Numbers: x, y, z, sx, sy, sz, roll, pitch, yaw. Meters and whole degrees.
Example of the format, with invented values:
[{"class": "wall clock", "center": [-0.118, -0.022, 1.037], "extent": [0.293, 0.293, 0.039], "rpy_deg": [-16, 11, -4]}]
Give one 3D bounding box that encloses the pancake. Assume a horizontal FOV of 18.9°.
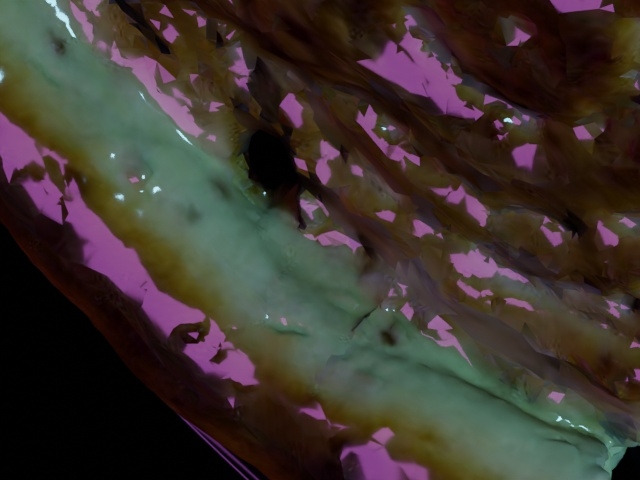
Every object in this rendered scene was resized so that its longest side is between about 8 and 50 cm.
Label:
[{"class": "pancake", "center": [0.000, -0.001, 0.427], "extent": [0.257, 0.056, 0.212], "rpy_deg": [9, 129, 32]}]
